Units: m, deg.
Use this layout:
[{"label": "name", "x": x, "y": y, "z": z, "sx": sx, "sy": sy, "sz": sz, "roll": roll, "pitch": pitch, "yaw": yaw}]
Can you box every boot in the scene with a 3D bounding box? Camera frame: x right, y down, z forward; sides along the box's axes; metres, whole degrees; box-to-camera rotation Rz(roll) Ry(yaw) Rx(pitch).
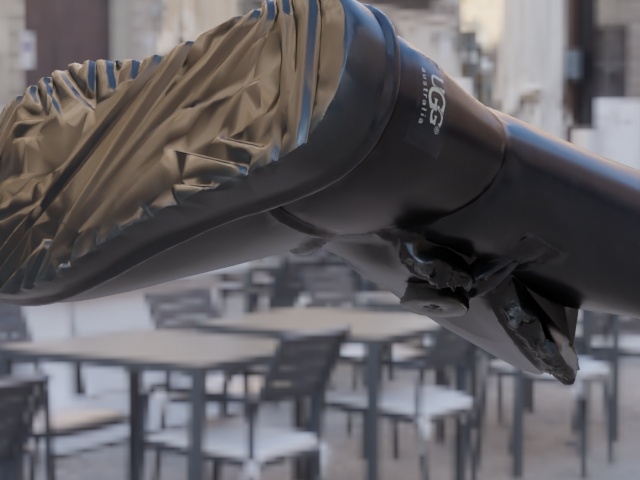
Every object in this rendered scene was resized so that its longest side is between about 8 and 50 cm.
[{"label": "boot", "x": 0.000, "y": 0.000, "z": 0.661, "sx": 0.246, "sy": 0.094, "sz": 0.207, "roll": -17, "pitch": -33, "yaw": 43}]
